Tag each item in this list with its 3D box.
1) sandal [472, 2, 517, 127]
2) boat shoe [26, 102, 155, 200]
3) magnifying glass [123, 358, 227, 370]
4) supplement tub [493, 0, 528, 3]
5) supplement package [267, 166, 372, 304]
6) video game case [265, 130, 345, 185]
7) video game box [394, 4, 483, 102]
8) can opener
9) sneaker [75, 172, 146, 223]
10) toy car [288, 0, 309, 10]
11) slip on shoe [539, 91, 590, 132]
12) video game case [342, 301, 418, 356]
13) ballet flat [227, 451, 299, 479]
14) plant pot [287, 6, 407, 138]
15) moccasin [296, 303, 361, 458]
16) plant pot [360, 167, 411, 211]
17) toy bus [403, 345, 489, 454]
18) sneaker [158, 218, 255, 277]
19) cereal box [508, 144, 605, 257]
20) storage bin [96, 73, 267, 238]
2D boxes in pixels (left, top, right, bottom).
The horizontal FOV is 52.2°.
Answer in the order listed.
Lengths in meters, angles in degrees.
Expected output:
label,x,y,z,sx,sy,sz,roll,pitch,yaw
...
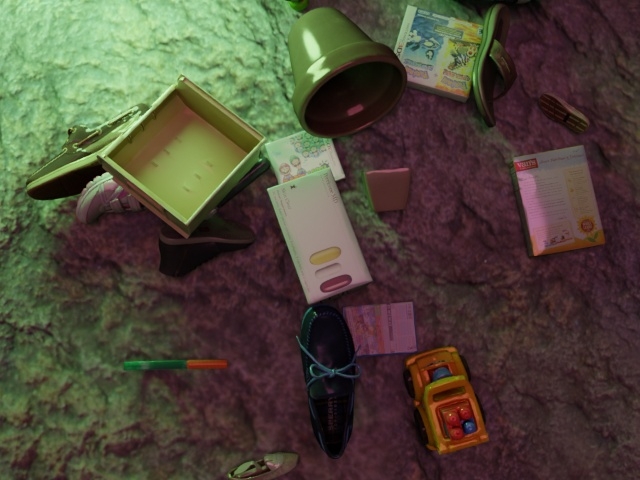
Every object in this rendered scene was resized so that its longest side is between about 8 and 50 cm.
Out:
label,x,y,z,sx,sy,sz,roll,pitch,yaw
sandal,0.418,-0.415,1.524,0.086,0.120,0.302,7,82,29
boat shoe,-0.538,-0.215,1.531,0.342,0.123,0.123,-31,77,-7
magnifying glass,-0.329,0.285,1.489,0.231,0.092,0.026,-1,80,-10
supplement tub,0.415,-0.659,1.525,0.273,0.191,0.191,5,84,1
supplement package,0.000,0.000,1.449,0.145,0.204,0.261,-21,83,-2
video game case,-0.036,-0.189,1.564,0.157,0.019,0.143,-19,83,-1
video game box,0.280,-0.450,1.576,0.205,0.048,0.187,16,86,3
can opener,-0.244,-0.118,1.521,0.283,0.095,0.076,-39,85,-3
sneaker,-0.452,-0.111,1.520,0.252,0.103,0.111,-37,83,-3
toy car,-0.122,-0.654,1.560,0.189,0.155,0.148,12,84,12
slip on shoe,0.585,-0.309,1.559,0.135,0.051,0.041,36,45,12
video game case,0.138,0.207,1.518,0.167,0.015,0.119,-4,84,0
ballet flat,-0.129,0.510,1.462,0.168,0.057,0.052,-24,119,-1
plant pot,0.035,-0.402,1.492,0.263,0.263,0.229,-23,66,-2
moccasin,0.034,0.307,1.406,0.138,0.117,0.341,-11,106,-4
plant pot,0.154,-0.118,1.516,0.109,0.109,0.096,-5,97,0
toy bus,0.273,0.346,1.403,0.150,0.211,0.220,-16,82,1
sneaker,-0.268,0.019,1.524,0.222,0.118,0.083,-1,39,-21
cereal box,0.552,-0.092,1.529,0.173,0.047,0.240,-9,83,0
storage bin,-0.304,-0.189,1.434,0.260,0.123,0.262,38,72,3
